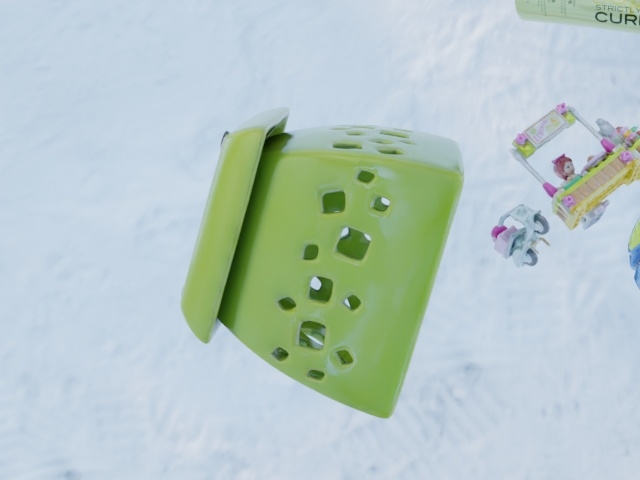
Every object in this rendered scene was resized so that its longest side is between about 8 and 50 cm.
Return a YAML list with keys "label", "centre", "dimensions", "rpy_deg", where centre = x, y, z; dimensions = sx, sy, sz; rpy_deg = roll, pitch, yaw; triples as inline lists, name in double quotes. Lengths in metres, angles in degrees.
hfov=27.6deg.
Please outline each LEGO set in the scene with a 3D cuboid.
- label: "LEGO set"
  centre: [0.286, -0.086, 1.377]
  dimensions: [0.107, 0.287, 0.132]
  rpy_deg: [48, 141, 18]

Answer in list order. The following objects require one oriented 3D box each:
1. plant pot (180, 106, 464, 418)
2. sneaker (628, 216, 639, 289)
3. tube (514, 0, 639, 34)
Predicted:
- label: "plant pot"
  centre: [0.000, 0.000, 1.174]
  dimensions: [0.207, 0.227, 0.228]
  rpy_deg: [17, 102, 1]
- label: "sneaker"
  centre: [0.207, -0.009, 0.488]
  dimensions: [0.188, 0.067, 0.078]
  rpy_deg: [-21, 148, 28]
- label: "tube"
  centre: [0.339, -0.273, 1.473]
  dimensions: [0.240, 0.062, 0.070]
  rpy_deg: [11, 141, 32]
